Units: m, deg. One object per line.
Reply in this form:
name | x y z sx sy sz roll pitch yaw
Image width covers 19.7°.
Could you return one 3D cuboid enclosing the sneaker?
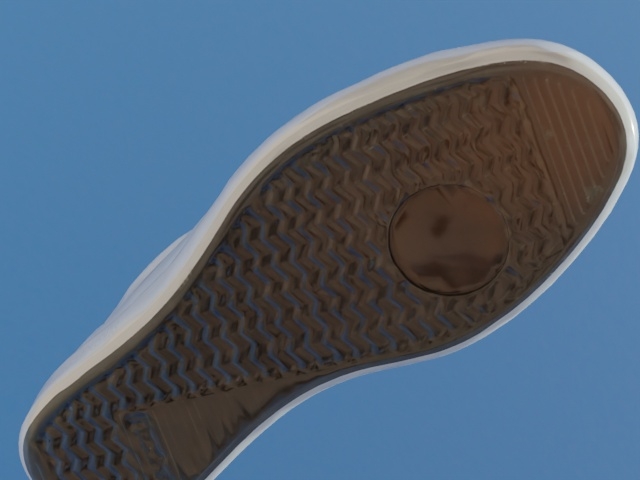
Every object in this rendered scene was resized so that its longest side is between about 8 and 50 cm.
sneaker | 0.000 0.000 0.730 0.290 0.106 0.123 -33 -167 27
